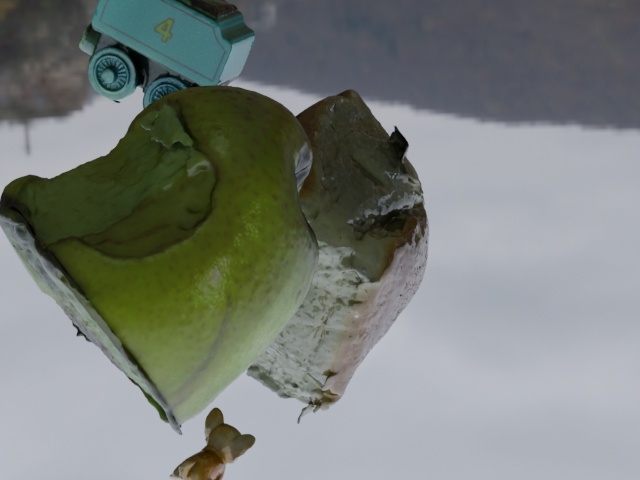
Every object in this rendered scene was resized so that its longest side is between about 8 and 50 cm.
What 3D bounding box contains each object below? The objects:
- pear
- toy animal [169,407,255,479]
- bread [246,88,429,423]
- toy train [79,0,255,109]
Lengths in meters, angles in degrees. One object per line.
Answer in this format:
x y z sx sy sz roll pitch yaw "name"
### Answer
-0.102 -0.009 1.330 0.255 0.164 0.238 -35 -132 -13 "pear"
-0.099 0.193 1.484 0.060 0.081 0.083 20 -115 29 "toy animal"
0.000 0.000 1.696 0.225 0.279 0.250 33 -138 7 "bread"
-0.173 -0.218 1.850 0.198 0.154 0.107 28 -157 9 "toy train"
